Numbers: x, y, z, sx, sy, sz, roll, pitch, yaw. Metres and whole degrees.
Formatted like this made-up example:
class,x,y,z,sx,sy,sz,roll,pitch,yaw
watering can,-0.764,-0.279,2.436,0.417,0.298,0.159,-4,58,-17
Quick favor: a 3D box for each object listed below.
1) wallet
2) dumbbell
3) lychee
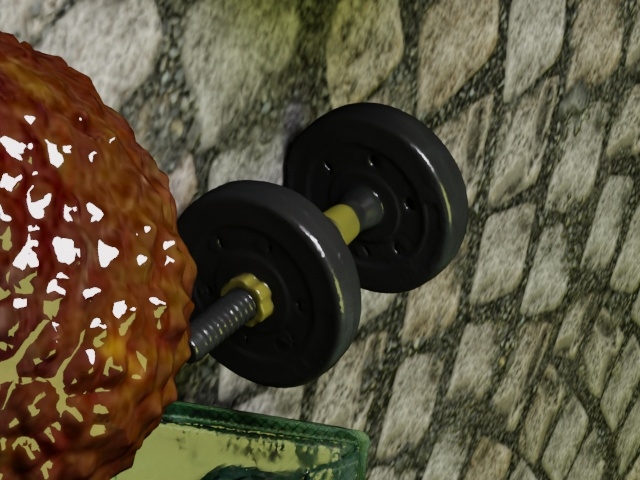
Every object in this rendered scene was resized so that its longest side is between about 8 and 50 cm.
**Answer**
class,x,y,z,sx,sy,sz,roll,pitch,yaw
wallet,-0.072,0.196,1.267,0.236,0.055,0.160,13,92,-41
dumbbell,0.000,0.000,1.255,0.325,0.143,0.143,-37,138,-48
lychee,-0.191,0.023,0.805,0.260,0.260,0.260,-40,139,-45
